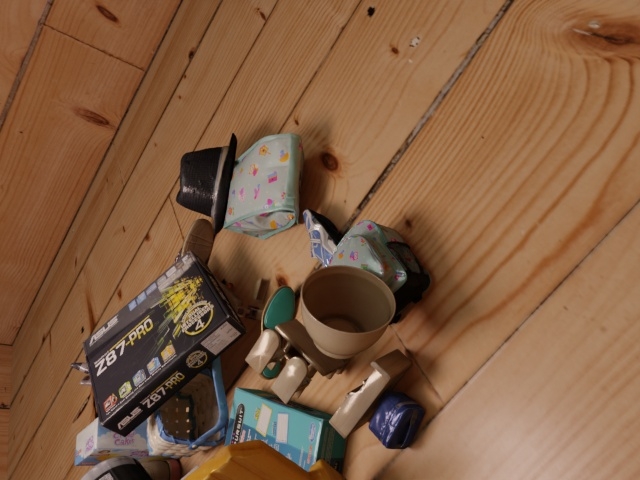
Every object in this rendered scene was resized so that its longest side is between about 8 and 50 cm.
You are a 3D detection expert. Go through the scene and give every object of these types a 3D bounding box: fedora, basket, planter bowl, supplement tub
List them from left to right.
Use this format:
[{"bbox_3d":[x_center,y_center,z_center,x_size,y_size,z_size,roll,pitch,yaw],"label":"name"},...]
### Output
[{"bbox_3d":[-0.453,0.687,1.301,0.316,0.194,0.193,24,94,43],"label":"supplement tub"},{"bbox_3d":[-0.334,0.414,1.407,0.289,0.201,0.254,-50,40,34],"label":"basket"},{"bbox_3d":[-0.343,-0.182,1.613,0.334,0.153,0.333,-170,90,-80],"label":"fedora"},{"bbox_3d":[0.039,0.137,0.942,0.162,0.162,0.109,-120,31,-44],"label":"planter bowl"}]

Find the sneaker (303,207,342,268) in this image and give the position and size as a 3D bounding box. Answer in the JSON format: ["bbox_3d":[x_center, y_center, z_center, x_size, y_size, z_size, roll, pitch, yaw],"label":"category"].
[{"bbox_3d":[0.000,0.000,1.269,0.081,0.080,0.211,-51,40,19],"label":"sneaker"}]

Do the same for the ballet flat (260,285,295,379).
[{"bbox_3d":[-0.121,0.223,1.332,0.073,0.080,0.232,-8,66,65],"label":"ballet flat"}]

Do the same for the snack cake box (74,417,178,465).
[{"bbox_3d":[-0.535,0.575,1.537,0.152,0.264,0.089,-38,49,36],"label":"snack cake box"}]

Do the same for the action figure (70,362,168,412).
[{"bbox_3d":[-0.609,0.484,1.673,0.330,0.178,0.341,28,91,14],"label":"action figure"}]

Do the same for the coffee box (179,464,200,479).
[{"bbox_3d":[-0.212,0.622,1.151,0.247,0.098,0.141,28,139,34],"label":"coffee box"}]

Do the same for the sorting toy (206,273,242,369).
[{"bbox_3d":[-0.388,0.219,1.591,0.255,0.089,0.257,36,104,33],"label":"sorting toy"}]

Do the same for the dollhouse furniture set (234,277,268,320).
[{"bbox_3d":[-0.157,0.154,1.409,0.081,0.091,0.114,8,78,37],"label":"dollhouse furniture set"}]

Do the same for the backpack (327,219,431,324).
[{"bbox_3d":[0.100,0.055,1.073,0.166,0.144,0.188,-52,39,30],"label":"backpack"}]

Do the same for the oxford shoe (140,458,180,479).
[{"bbox_3d":[-0.492,0.790,1.503,0.123,0.130,0.348,-14,64,48],"label":"oxford shoe"}]

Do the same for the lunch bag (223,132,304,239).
[{"bbox_3d":[-0.129,-0.141,1.428,0.262,0.160,0.223,-21,58,52],"label":"lunch bag"}]

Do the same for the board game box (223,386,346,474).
[{"bbox_3d":[-0.094,0.483,1.183,0.336,0.079,0.253,-2,75,51],"label":"board game box"}]

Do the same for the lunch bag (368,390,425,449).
[{"bbox_3d":[0.138,0.328,0.971,0.065,0.067,0.098,33,103,52],"label":"lunch bag"}]

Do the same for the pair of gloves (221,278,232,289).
[{"bbox_3d":[-0.288,0.157,1.616,0.083,0.010,0.074,19,91,55],"label":"pair of gloves"}]

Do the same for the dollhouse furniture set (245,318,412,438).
[{"bbox_3d":[0.025,0.224,1.047,0.242,0.212,0.161,41,111,23],"label":"dollhouse furniture set"}]

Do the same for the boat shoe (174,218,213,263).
[{"bbox_3d":[-0.426,0.065,1.754,0.092,0.103,0.285,10,89,47],"label":"boat shoe"}]

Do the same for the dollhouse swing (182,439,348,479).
[{"bbox_3d":[-0.095,0.546,0.853,0.347,0.305,0.315,-38,53,1],"label":"dollhouse swing"}]

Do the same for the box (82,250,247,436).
[{"bbox_3d":[-0.413,0.251,1.398,0.395,0.097,0.318,-41,40,-2],"label":"box"}]
